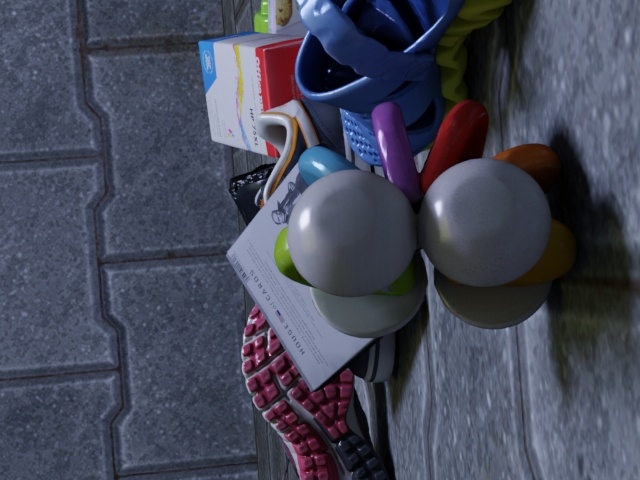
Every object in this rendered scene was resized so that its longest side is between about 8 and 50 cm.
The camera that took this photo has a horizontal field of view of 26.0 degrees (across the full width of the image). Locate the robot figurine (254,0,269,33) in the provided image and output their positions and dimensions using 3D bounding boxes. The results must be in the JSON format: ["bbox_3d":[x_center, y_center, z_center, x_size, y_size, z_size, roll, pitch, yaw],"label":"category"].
[{"bbox_3d":[-0.058,-0.280,1.924,0.101,0.067,0.115,-51,-37,-60],"label":"robot figurine"}]

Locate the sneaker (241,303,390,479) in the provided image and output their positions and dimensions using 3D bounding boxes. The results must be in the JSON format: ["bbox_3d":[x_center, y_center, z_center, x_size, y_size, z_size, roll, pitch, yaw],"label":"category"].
[{"bbox_3d":[-0.008,0.200,1.538,0.112,0.120,0.299,108,145,-83],"label":"sneaker"}]

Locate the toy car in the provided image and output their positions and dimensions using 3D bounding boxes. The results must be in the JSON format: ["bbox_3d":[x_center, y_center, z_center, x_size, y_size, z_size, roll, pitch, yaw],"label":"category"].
[{"bbox_3d":[0.061,-0.021,0.845,0.159,0.182,0.136,63,-157,-71],"label":"toy car"}]

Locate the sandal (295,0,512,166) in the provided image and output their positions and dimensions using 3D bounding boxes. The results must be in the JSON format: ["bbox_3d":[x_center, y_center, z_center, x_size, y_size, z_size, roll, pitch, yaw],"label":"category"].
[{"bbox_3d":[0.038,-0.140,1.001,0.126,0.138,0.317,58,165,18],"label":"sandal"}]

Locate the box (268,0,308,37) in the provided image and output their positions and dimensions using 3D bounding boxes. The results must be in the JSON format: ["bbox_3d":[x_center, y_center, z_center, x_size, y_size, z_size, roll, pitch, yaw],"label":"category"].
[{"bbox_3d":[-0.032,-0.318,1.734,0.063,0.067,0.324,-108,17,-58],"label":"box"}]

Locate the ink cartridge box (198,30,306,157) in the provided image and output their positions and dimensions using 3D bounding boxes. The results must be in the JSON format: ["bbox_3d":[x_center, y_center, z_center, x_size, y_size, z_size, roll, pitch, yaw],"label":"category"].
[{"bbox_3d":[-0.060,-0.179,1.688,0.231,0.078,0.134,19,120,59],"label":"ink cartridge box"}]

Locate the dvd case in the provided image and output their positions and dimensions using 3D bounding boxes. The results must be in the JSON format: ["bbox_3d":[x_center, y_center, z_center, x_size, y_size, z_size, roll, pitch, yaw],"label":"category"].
[{"bbox_3d":[-0.002,0.034,1.369,0.179,0.029,0.239,58,148,10],"label":"dvd case"}]

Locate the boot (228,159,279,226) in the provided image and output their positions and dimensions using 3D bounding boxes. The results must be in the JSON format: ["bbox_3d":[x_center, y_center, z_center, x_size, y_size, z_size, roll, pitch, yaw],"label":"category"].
[{"bbox_3d":[-0.040,0.009,1.665,0.207,0.094,0.246,65,165,-1],"label":"boot"}]

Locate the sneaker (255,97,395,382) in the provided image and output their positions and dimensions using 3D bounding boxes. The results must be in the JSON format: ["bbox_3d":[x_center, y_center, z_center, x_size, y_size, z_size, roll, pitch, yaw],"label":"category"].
[{"bbox_3d":[0.000,0.000,1.479,0.126,0.127,0.321,110,153,-68],"label":"sneaker"}]
